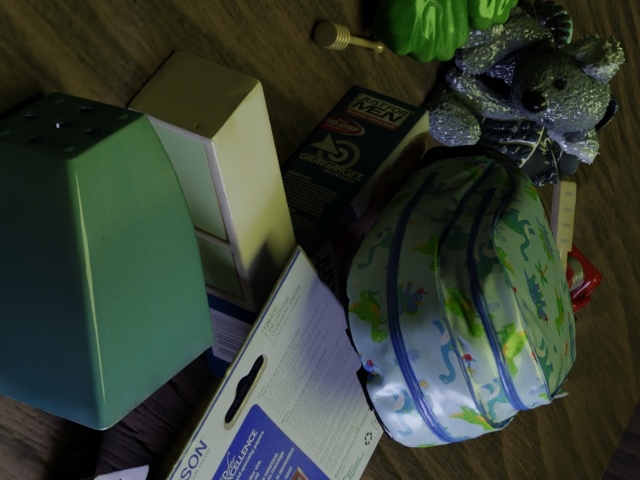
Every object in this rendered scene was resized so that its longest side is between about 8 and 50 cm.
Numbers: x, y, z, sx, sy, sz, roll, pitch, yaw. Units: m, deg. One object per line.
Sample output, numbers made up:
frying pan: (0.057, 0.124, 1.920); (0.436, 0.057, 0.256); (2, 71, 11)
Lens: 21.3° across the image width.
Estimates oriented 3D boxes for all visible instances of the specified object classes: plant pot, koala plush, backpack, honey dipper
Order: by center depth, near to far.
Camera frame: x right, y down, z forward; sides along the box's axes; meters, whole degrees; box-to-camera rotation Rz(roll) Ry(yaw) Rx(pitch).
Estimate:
plant pot: (-0.209, 0.005, 1.460); (0.165, 0.165, 0.234); (-39, 136, -47)
backpack: (0.152, 0.071, 1.814); (0.355, 0.273, 0.290); (-29, 110, -52)
honey dipper: (0.037, -0.225, 1.923); (0.160, 0.030, 0.030); (0, 110, -67)
koala plush: (0.278, -0.208, 2.190); (0.203, 0.221, 0.196); (-30, 135, -54)

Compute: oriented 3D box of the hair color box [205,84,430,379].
hair color box: (0.000, 0.000, 1.938); (0.347, 0.105, 0.174); (-51, 150, -34)

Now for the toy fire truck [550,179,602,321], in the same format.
toy fire truck: (0.356, 0.036, 2.601); (0.246, 0.158, 0.217); (-49, 165, 28)

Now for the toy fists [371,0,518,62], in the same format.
toy fists: (0.154, -0.304, 2.017); (0.279, 0.096, 0.142); (-38, 127, -47)

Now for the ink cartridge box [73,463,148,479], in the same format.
ink cartridge box: (-0.248, 0.304, 1.736); (0.104, 0.060, 0.180); (0, 110, -63)

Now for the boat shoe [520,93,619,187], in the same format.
boat shoe: (0.336, -0.140, 2.493); (0.340, 0.113, 0.127); (-38, 142, -47)

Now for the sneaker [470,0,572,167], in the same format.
sneaker: (0.281, -0.184, 2.358); (0.283, 0.110, 0.122); (-63, 160, -8)

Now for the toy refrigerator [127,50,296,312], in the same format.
toy refrigerator: (-0.104, -0.051, 1.690); (0.094, 0.102, 0.270); (-53, 152, -29)

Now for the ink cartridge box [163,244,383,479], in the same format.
ink cartridge box: (-0.051, 0.201, 1.772); (0.304, 0.072, 0.307); (-60, 140, -20)
